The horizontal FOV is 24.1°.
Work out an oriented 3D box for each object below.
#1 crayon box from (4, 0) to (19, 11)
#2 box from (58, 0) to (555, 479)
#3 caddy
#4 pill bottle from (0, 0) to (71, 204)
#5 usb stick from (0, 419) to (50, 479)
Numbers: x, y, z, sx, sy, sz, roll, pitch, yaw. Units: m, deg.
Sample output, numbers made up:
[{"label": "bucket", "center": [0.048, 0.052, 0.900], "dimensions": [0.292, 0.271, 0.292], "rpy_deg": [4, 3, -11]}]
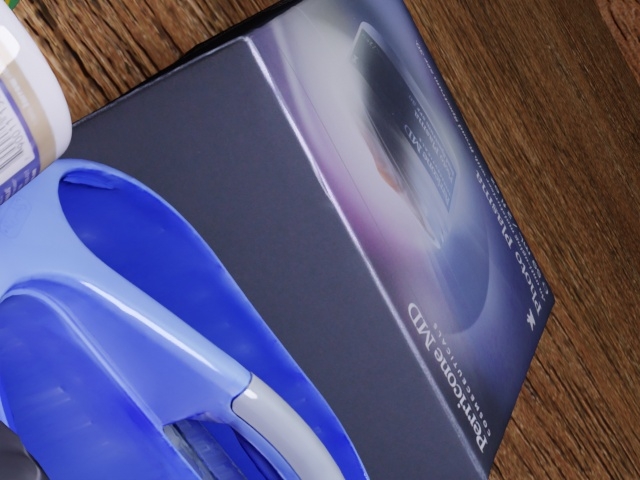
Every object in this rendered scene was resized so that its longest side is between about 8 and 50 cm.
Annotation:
[{"label": "crayon box", "center": [-0.217, -0.166, 0.701], "dimensions": [0.318, 0.081, 0.202], "rpy_deg": [-76, 166, -54]}, {"label": "box", "center": [0.000, 0.000, 0.985], "dimensions": [0.296, 0.182, 0.294], "rpy_deg": [61, 25, -10]}, {"label": "caddy", "center": [-0.075, 0.125, 0.699], "dimensions": [0.341, 0.179, 0.241], "rpy_deg": [54, 25, -25]}, {"label": "pill bottle", "center": [-0.198, -0.023, 0.566], "dimensions": [0.186, 0.112, 0.112], "rpy_deg": [-41, 112, -21]}, {"label": "usb stick", "center": [-0.115, 0.173, 0.353], "dimensions": [0.045, 0.278, 0.077], "rpy_deg": [12, 9, -23]}]
